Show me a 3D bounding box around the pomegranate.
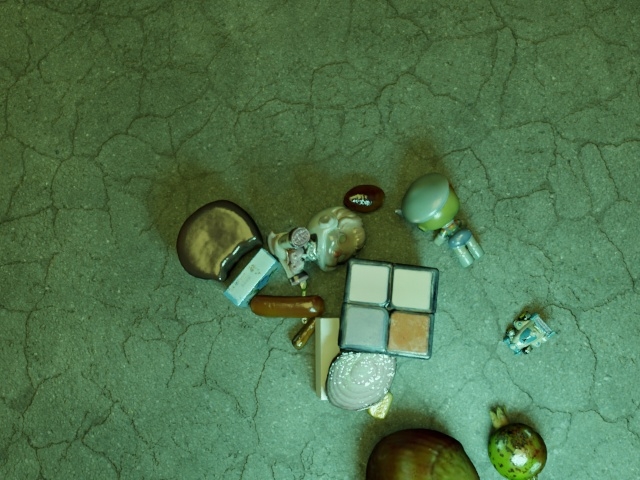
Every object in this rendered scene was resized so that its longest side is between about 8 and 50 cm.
[{"bbox_3d":[0.686,0.712,1.656,0.198,0.198,0.246,4,41,6],"label":"pomegranate"}]

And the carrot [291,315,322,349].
[{"bbox_3d":[-0.052,0.353,1.841,0.055,0.055,0.161,35,80,10],"label":"carrot"}]

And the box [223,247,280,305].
[{"bbox_3d":[-0.261,0.149,1.849,0.083,0.142,0.232,38,86,10],"label":"box"}]

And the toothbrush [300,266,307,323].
[{"bbox_3d":[-0.068,0.181,1.882,0.030,0.030,0.304,-2,81,5],"label":"toothbrush"}]

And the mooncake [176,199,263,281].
[{"bbox_3d":[-0.390,0.003,1.872,0.334,0.174,0.326,11,85,4],"label":"mooncake"}]

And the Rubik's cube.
[{"bbox_3d":[0.236,0.247,1.697,0.313,0.318,0.316,6,82,5],"label":"Rubik's cube"}]

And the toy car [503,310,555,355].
[{"bbox_3d":[0.763,0.346,1.737,0.161,0.098,0.126,-38,77,-3],"label":"toy car"}]

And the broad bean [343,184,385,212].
[{"bbox_3d":[0.176,-0.169,1.893,0.165,0.084,0.114,5,97,0],"label":"broad bean"}]

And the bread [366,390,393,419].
[{"bbox_3d":[0.222,0.609,1.768,0.082,0.056,0.115,19,78,5],"label":"bread"}]

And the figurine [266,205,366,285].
[{"bbox_3d":[0.001,-0.006,1.768,0.361,0.253,0.211,-18,56,-25],"label":"figurine"}]

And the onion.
[{"bbox_3d":[0.131,0.492,1.724,0.250,0.111,0.247,9,107,-16],"label":"onion"}]

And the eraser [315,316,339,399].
[{"bbox_3d":[0.027,0.442,1.786,0.076,0.078,0.298,1,84,-17],"label":"eraser"}]

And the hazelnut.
[{"bbox_3d":[0.334,0.846,1.579,0.421,0.353,0.421,4,101,23],"label":"hazelnut"}]

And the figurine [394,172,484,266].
[{"bbox_3d":[0.490,-0.087,1.791,0.382,0.205,0.224,39,92,2],"label":"figurine"}]

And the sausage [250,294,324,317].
[{"bbox_3d":[-0.132,0.257,1.837,0.300,0.083,0.089,-2,82,14],"label":"sausage"}]
